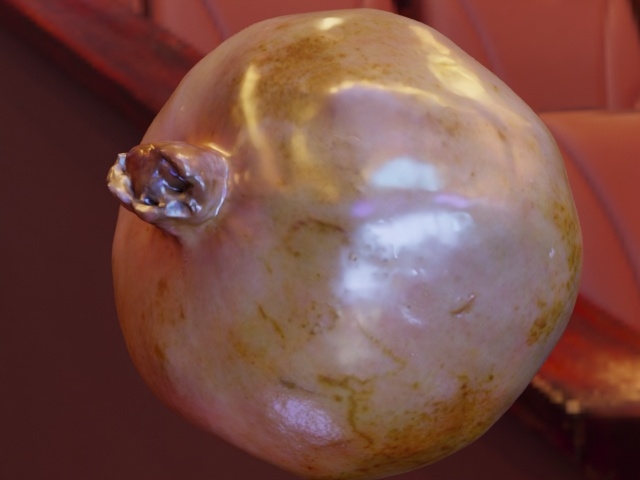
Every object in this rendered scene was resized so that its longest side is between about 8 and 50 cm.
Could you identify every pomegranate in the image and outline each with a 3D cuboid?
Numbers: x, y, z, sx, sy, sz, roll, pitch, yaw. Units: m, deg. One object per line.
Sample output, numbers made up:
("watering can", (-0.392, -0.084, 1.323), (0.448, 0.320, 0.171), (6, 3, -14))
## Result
("pomegranate", (0.000, 0.000, 0.918), (0.270, 0.252, 0.229), (30, 14, -43))
